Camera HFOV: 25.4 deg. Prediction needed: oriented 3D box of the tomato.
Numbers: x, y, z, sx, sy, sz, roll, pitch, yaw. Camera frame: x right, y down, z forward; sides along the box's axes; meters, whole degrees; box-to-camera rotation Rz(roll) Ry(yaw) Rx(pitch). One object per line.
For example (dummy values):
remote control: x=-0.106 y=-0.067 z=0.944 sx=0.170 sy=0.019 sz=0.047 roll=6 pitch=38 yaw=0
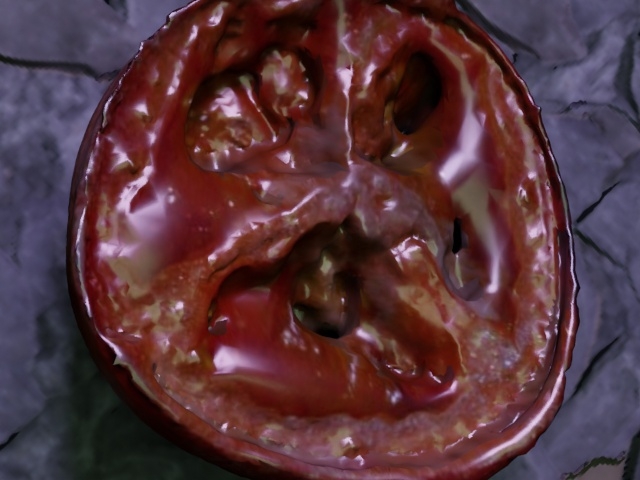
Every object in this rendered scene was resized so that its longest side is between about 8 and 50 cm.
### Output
tomato: x=0.000 y=0.002 z=0.605 sx=0.228 sy=0.101 sz=0.228 roll=3 pitch=81 yaw=-21
